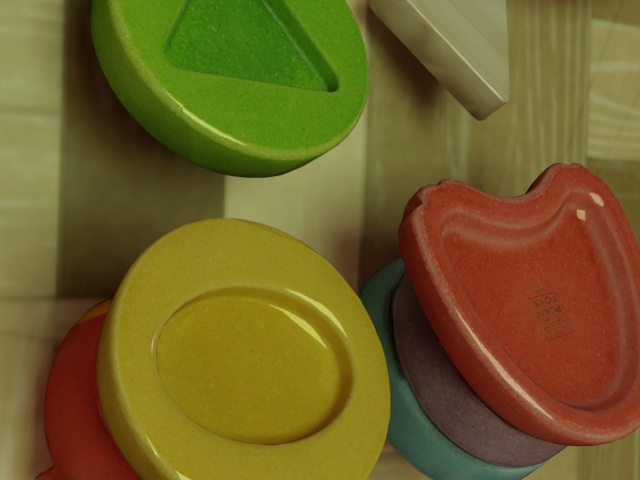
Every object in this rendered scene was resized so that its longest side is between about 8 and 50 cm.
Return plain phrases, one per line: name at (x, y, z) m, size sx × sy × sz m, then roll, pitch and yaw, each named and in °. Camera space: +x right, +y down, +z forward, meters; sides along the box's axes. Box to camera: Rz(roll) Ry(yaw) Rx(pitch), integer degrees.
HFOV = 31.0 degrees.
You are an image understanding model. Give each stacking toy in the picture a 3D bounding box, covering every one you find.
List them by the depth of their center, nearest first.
stacking toy at (0.000, 0.000, 0.558) m, size 0.309 × 0.130 × 0.279 m, roll 1°, pitch 65°, yaw -37°
